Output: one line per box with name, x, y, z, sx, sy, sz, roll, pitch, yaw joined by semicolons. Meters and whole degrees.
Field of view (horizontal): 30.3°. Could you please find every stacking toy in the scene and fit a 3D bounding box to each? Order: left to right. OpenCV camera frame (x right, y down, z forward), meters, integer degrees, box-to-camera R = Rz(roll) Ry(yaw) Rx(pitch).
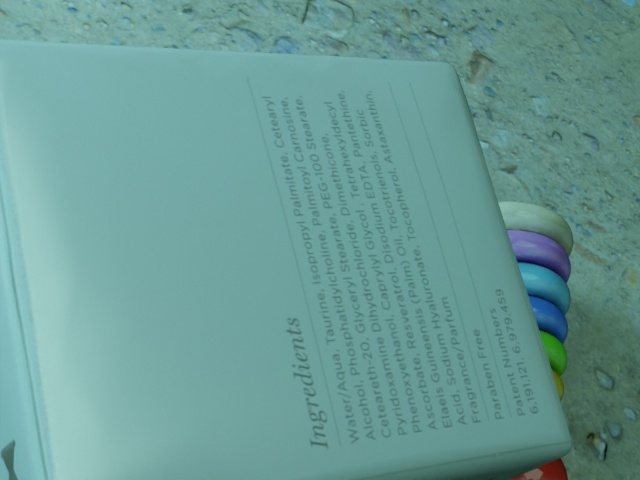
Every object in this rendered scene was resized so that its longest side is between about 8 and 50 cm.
stacking toy;0.194;0.130;1.207;0.141;0.141;0.330;16;58;-20

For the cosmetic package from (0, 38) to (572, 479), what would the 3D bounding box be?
cosmetic package;-0.092;0.072;0.903;0.393;0.329;0.327;-2;69;-32
